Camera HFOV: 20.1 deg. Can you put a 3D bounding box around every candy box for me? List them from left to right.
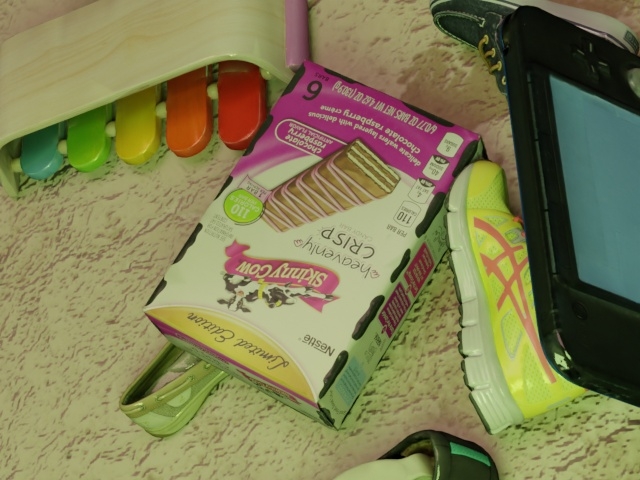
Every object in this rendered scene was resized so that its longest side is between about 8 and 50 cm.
[{"bbox_3d":[0.000,0.000,1.329,0.159,0.071,0.233,25,75,23],"label":"candy box"}]

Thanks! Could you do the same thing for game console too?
[{"bbox_3d":[0.271,-0.039,1.155,0.173,0.250,0.293,-40,41,40],"label":"game console"}]

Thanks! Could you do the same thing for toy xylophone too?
[{"bbox_3d":[-0.159,-0.169,1.558,0.323,0.081,0.236,-11,56,26],"label":"toy xylophone"}]

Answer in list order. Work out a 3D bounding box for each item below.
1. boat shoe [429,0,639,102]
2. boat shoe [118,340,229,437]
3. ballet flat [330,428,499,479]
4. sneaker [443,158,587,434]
[{"bbox_3d":[0.144,-0.140,1.362,0.183,0.065,0.083,19,70,38],"label":"boat shoe"},{"bbox_3d":[-0.093,0.080,1.376,0.153,0.048,0.056,-49,48,-4],"label":"boat shoe"},{"bbox_3d":[-0.012,0.207,1.211,0.280,0.096,0.095,-35,49,8],"label":"ballet flat"},{"bbox_3d":[0.142,0.033,1.251,0.094,0.081,0.208,-14,60,14],"label":"sneaker"}]
